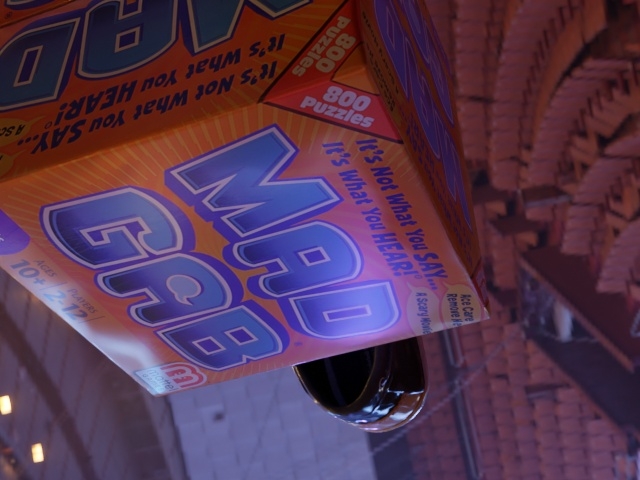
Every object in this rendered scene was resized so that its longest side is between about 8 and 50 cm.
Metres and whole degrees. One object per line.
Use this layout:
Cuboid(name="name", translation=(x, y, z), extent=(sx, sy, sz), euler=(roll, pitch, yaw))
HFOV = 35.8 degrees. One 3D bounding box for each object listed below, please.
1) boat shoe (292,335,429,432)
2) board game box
Cuboid(name="boat shoe", translation=(0.000, 0.000, 1.258), extent=(0.156, 0.187, 0.500), euler=(11, -121, -61))
Cuboid(name="board game box", translation=(-0.077, -0.119, 0.927), extent=(0.356, 0.357, 0.356), euler=(56, -155, -49))
